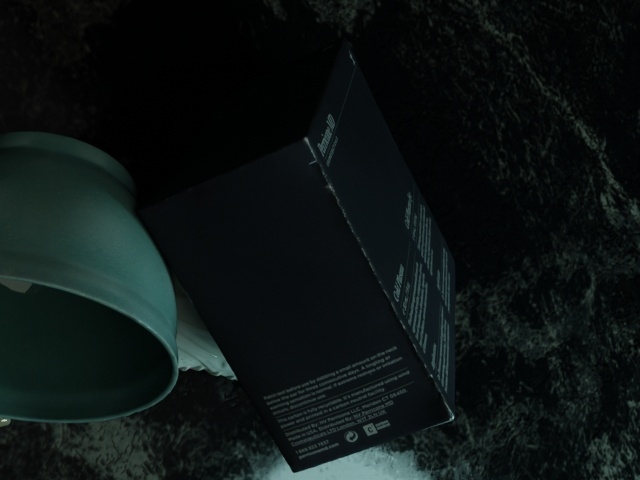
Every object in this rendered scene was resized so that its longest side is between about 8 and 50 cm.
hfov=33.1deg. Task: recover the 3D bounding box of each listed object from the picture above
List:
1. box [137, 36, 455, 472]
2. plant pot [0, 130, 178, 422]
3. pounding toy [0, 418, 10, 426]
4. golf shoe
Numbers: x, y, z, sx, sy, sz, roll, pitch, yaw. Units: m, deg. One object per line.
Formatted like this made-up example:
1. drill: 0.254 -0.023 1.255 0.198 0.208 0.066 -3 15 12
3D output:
1. box: 0.000 0.000 1.126 0.313 0.178 0.343 63 17 -19
2. plant pot: -0.270 0.023 1.012 0.293 0.293 0.196 25 51 -32
3. pounding toy: -0.370 0.289 1.030 0.182 0.110 0.237 2 91 -34
4. golf shoe: -0.123 0.102 1.210 0.140 0.115 0.306 -39 120 3
